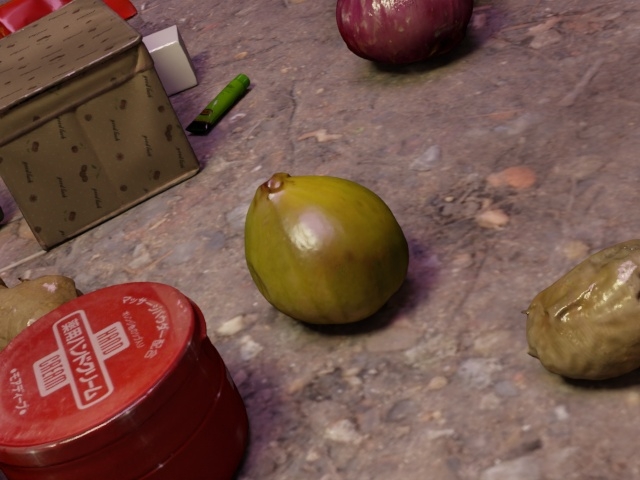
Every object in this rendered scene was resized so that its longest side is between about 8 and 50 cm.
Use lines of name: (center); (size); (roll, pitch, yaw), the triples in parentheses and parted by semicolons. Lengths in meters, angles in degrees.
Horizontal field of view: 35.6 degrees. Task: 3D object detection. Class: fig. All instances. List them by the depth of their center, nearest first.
fig: (0.003, 0.010, 0.885); (0.153, 0.121, 0.136); (16, 38, 13)

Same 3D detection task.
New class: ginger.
ginger: (-0.331, 0.084, 1.016); (0.213, 0.074, 0.137); (11, 47, 35)

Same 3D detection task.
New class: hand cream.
hand cream: (-0.161, 0.135, 0.783); (0.193, 0.125, 0.193); (-15, 33, 10)
hand cream: (-0.136, -0.184, 1.350); (0.036, 0.023, 0.122); (8, 46, 34)

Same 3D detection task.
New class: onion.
onion: (0.104, -0.294, 1.252); (0.177, 0.153, 0.177); (-18, 43, 17)

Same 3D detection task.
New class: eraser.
eraser: (-0.335, -0.223, 1.481); (0.298, 0.076, 0.078); (-21, 31, 2)

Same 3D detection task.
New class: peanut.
peanut: (0.250, 0.039, 0.718); (0.214, 0.099, 0.099); (-16, 32, 0)

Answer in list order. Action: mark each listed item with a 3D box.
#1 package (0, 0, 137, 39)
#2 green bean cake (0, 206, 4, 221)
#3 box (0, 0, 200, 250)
package: (-0.473, -0.335, 1.625); (0.196, 0.123, 0.423); (-39, 23, -27)
green bean cake: (-0.519, -0.070, 1.261); (0.185, 0.183, 0.094); (-1, 39, 27)
box: (-0.321, -0.161, 1.274); (0.225, 0.190, 0.297); (-29, 31, -11)
